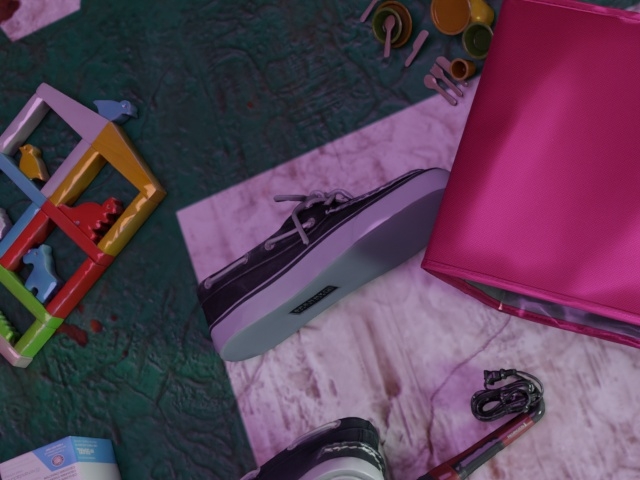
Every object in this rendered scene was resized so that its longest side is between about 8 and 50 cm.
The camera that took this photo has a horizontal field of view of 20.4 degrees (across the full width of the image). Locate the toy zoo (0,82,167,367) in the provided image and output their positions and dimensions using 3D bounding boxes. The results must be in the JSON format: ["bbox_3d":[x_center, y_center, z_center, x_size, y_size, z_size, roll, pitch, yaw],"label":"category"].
[{"bbox_3d":[-0.295,-0.035,1.921,0.192,0.030,0.293,43,98,21],"label":"toy zoo"}]

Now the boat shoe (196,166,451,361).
[{"bbox_3d":[0.002,0.001,1.763,0.306,0.113,0.105,-38,64,28],"label":"boat shoe"}]

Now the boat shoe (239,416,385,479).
[{"bbox_3d":[-0.050,0.282,1.745,0.302,0.114,0.091,-34,28,24],"label":"boat shoe"}]

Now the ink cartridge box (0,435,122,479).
[{"bbox_3d":[-0.254,0.284,1.822,0.092,0.090,0.143,-23,73,16],"label":"ink cartridge box"}]

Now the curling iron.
[{"bbox_3d":[0.109,0.223,1.725,0.274,0.035,0.068,-44,65,8],"label":"curling iron"}]

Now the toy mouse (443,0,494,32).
[{"bbox_3d":[0.175,-0.276,1.777,0.143,0.031,0.161,-44,67,15],"label":"toy mouse"}]

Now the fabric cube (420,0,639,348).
[{"bbox_3d":[0.273,-0.046,1.589,0.254,0.259,0.258,14,84,23],"label":"fabric cube"}]

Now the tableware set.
[{"bbox_3d":[0.105,-0.215,1.783,0.154,0.024,0.104,46,122,22],"label":"tableware set"}]
